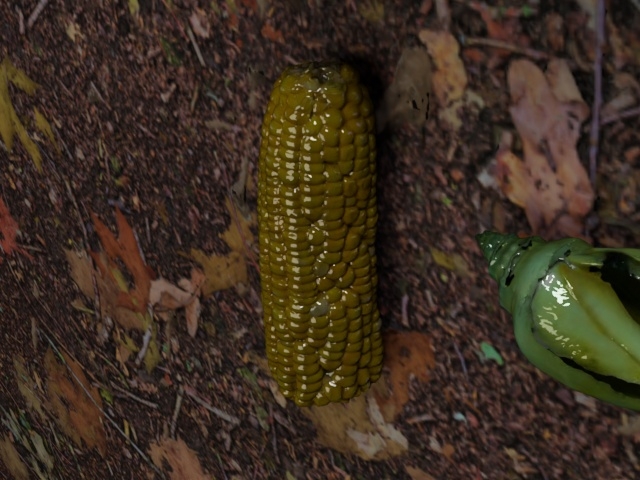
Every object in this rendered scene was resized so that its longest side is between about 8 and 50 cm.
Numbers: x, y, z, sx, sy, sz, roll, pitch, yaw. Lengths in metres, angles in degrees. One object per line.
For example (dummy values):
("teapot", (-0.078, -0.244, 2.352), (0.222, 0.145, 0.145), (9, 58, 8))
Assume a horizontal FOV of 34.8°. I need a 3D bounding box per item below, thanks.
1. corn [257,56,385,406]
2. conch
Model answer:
("corn", (-0.004, 0.002, 0.794), (0.102, 0.102, 0.312), (27, 135, 40))
("conch", (0.176, 0.050, 0.617), (0.201, 0.079, 0.094), (21, 120, 21))
